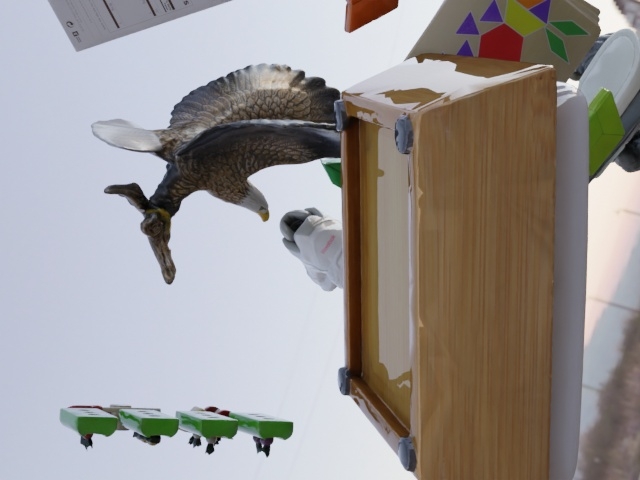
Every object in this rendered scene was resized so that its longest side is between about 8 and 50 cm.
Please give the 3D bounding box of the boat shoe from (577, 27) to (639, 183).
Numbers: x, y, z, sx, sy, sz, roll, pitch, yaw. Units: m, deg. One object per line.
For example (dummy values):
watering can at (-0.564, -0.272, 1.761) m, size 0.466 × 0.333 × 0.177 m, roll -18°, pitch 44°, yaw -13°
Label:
boat shoe at (0.336, -0.117, 1.322) m, size 0.319 × 0.099 × 0.116 m, roll 118°, pitch 152°, yaw -45°

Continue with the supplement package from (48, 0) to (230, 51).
supplement package at (-0.261, -0.436, 1.639) m, size 0.177 × 0.293 × 0.175 m, roll -86°, pitch -23°, yaw -53°

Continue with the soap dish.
soap dish at (0.088, 0.018, 0.767) m, size 0.229 × 0.118 × 0.291 m, roll -140°, pitch 46°, yaw -71°

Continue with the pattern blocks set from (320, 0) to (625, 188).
pattern blocks set at (0.142, -0.149, 0.916) m, size 0.325 × 0.285 × 0.026 m, roll -48°, pitch 24°, yaw 6°

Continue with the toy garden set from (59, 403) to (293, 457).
toy garden set at (-0.182, 0.223, 1.271) m, size 0.204 × 0.244 × 0.049 m, roll 172°, pitch 103°, yaw -67°

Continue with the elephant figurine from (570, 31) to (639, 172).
elephant figurine at (0.401, -0.202, 1.390) m, size 0.239 × 0.186 × 0.169 m, roll 47°, pitch -158°, yaw -49°

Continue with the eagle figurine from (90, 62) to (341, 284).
eagle figurine at (-0.098, -0.107, 1.310) m, size 0.298 × 0.226 × 0.225 m, roll -38°, pitch -18°, yaw 5°

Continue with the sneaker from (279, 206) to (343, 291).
sneaker at (0.000, 0.000, 1.399) m, size 0.090 × 0.115 × 0.232 m, roll -55°, pitch 3°, yaw -9°
